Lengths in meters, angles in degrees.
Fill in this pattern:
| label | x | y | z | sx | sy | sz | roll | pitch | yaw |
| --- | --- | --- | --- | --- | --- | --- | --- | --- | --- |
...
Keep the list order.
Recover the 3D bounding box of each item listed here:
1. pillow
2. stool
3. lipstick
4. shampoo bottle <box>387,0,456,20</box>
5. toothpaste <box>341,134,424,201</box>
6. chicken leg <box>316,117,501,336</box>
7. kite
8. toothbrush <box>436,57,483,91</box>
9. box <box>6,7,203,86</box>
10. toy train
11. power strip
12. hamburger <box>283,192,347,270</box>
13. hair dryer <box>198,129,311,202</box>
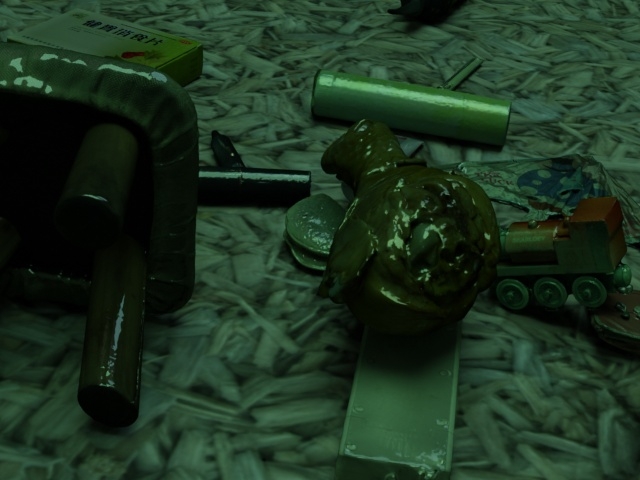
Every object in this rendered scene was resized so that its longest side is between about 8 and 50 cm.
| label | x | y | z | sx | sy | sz | roll | pitch | yaw |
| --- | --- | --- | --- | --- | --- | --- | --- | --- | --- |
| pillow | 0.417 | 0.095 | 1.186 | 0.233 | 0.043 | 0.126 | 7 | 29 | 3 |
| stool | -0.289 | -0.007 | 1.006 | 0.310 | 0.310 | 0.226 | 8 | 36 | 6 |
| lipstick | 0.134 | -0.202 | 1.594 | 0.304 | 0.076 | 0.076 | 11 | 32 | 9 |
| shampoo bottle | 0.219 | -0.490 | 2.045 | 0.101 | 0.101 | 0.284 | 17 | 34 | 18 |
| toothpaste | 0.083 | -0.116 | 1.473 | 0.089 | 0.057 | 0.234 | 13 | 26 | 11 |
| chicken leg | 0.075 | -0.033 | 1.166 | 0.201 | 0.152 | 0.429 | -25 | 28 | 3 |
| kite | 0.318 | -0.054 | 1.438 | 0.406 | 0.014 | 0.368 | 20 | 34 | 23 |
| toothbrush | 0.215 | -0.260 | 1.748 | 0.026 | 0.028 | 0.294 | 20 | 30 | 20 |
| box | -0.344 | -0.295 | 1.685 | 0.261 | 0.062 | 0.175 | 19 | 34 | 22 |
| toy train | 0.262 | 0.016 | 1.188 | 0.176 | 0.118 | 0.074 | -2 | 25 | 36 |
| power strip | 0.088 | 0.133 | 1.075 | 0.106 | 0.043 | 0.367 | 8 | 31 | 6 |
| hamburger | 0.000 | -0.003 | 1.276 | 0.084 | 0.054 | 0.121 | -18 | 46 | -35 |
| hair dryer | -0.105 | -0.109 | 1.441 | 0.173 | 0.050 | 0.195 | 4 | 28 | -7 |
